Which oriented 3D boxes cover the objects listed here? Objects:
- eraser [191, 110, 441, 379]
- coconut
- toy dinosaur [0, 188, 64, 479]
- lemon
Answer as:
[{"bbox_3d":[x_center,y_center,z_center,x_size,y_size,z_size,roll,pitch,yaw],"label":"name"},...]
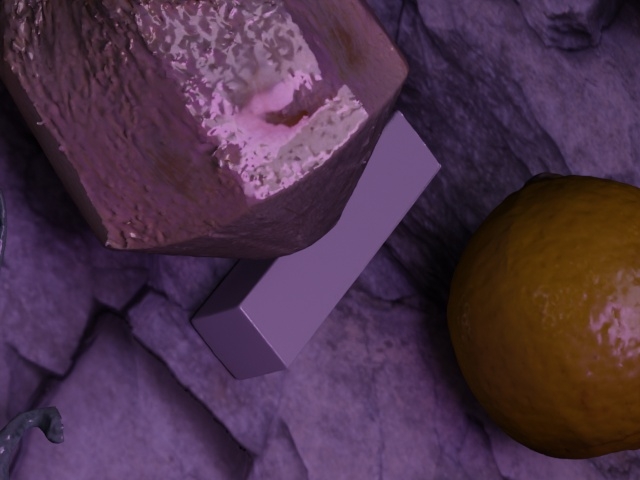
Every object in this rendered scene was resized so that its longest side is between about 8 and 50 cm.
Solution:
[{"bbox_3d":[0.001,0.000,1.587,0.076,0.078,0.298,52,50,-18],"label":"eraser"},{"bbox_3d":[-0.091,-0.126,1.398,0.297,0.297,0.309,-42,102,-40],"label":"coconut"},{"bbox_3d":[-0.240,0.152,1.332,0.129,0.076,0.383,16,59,-12],"label":"toy dinosaur"},{"bbox_3d":[0.257,0.078,1.665,0.293,0.293,0.293,13,70,-39],"label":"lemon"}]
